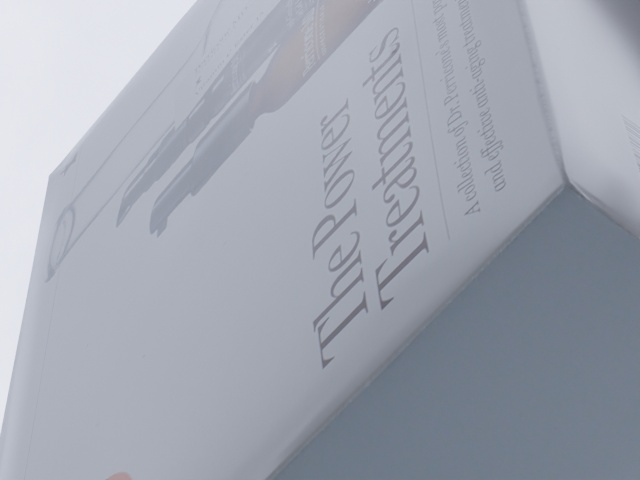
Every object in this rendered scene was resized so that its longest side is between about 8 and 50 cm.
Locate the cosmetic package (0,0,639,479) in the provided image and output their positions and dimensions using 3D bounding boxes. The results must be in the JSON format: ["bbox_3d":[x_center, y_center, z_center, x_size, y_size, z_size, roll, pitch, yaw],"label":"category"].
[{"bbox_3d":[0.000,0.000,0.684,0.097,0.377,0.284,32,-64,-20],"label":"cosmetic package"}]
